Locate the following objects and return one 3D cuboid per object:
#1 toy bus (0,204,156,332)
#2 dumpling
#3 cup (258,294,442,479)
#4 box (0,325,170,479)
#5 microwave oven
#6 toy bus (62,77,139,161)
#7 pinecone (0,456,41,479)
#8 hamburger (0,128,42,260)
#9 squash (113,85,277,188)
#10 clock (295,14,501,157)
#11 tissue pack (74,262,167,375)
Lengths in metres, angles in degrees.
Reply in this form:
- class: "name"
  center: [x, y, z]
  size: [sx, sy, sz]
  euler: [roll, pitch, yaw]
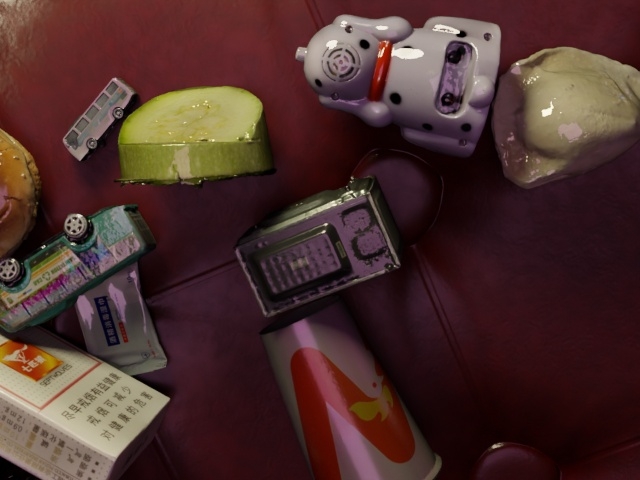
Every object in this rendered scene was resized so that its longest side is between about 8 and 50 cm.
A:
- class: "toy bus"
  center: [-0.373, 0.037, 1.187]
  size: [0.262, 0.091, 0.109]
  euler: [-32, 90, 5]
- class: "dumpling"
  center: [0.345, -0.182, 1.103]
  size: [0.252, 0.131, 0.179]
  euler: [-23, 78, -3]
- class: "cup"
  center: [0.030, 0.237, 1.180]
  size: [0.203, 0.203, 0.288]
  euler: [-25, 92, 8]
- class: "box"
  center: [-0.407, 0.222, 1.162]
  size: [0.330, 0.210, 0.095]
  euler: [29, 104, 3]
- class: "microwave oven"
  center: [0.000, 0.000, 1.136]
  size: [0.205, 0.163, 0.129]
  euler: [-22, 98, 11]
- class: "toy bus"
  center: [-0.321, -0.176, 1.179]
  size: [0.052, 0.037, 0.130]
  euler: [42, 100, -4]
- class: "pinecone"
  center: [-0.461, 0.359, 1.215]
  size: [0.309, 0.244, 0.244]
  euler: [3, 102, -13]
- class: "hamburger"
  center: [-0.544, -0.067, 1.166]
  size: [0.286, 0.146, 0.243]
  euler: [-9, 94, 7]
- class: "squash"
  center: [-0.171, -0.133, 1.089]
  size: [0.220, 0.220, 0.133]
  euler: [-2, 105, 4]
- class: "clock"
  center: [0.093, -0.221, 1.076]
  size: [0.254, 0.189, 0.188]
  euler: [10, 102, 0]
- class: "tissue pack"
  center: [-0.316, 0.119, 1.245]
  size: [0.123, 0.026, 0.193]
  euler: [-14, 99, 7]
